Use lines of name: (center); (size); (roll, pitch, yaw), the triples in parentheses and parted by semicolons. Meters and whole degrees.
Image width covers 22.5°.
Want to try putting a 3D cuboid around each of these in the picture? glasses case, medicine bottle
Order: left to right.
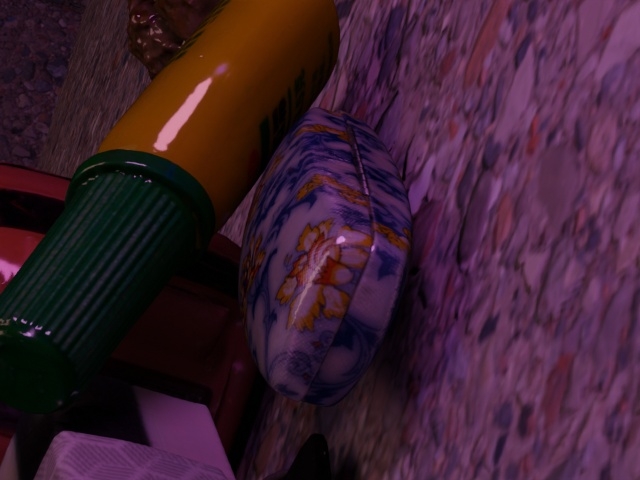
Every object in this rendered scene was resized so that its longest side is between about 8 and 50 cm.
medicine bottle: (-0.077, -0.032, 0.801); (0.309, 0.076, 0.111); (-57, -4, -46)
glasses case: (0.000, 0.000, 0.726); (0.087, 0.065, 0.248); (-63, 11, 15)

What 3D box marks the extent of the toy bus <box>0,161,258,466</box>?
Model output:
toy bus: (-0.181, 0.179, 0.930); (0.233, 0.203, 0.427); (-153, 82, -74)

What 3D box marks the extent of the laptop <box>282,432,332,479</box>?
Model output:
laptop: (-0.035, 0.191, 0.703); (0.135, 0.016, 0.197); (-96, 28, -50)

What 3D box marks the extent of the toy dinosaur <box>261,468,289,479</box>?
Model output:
toy dinosaur: (-0.056, 0.163, 0.809); (0.058, 0.037, 0.180); (59, 139, 45)

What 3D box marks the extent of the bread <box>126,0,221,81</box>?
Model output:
bread: (-0.065, -0.205, 1.151); (0.230, 0.123, 0.230); (-159, 90, -75)

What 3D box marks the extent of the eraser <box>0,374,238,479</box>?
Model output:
eraser: (-0.064, 0.174, 0.609); (0.098, 0.096, 0.404); (-67, 21, 13)
